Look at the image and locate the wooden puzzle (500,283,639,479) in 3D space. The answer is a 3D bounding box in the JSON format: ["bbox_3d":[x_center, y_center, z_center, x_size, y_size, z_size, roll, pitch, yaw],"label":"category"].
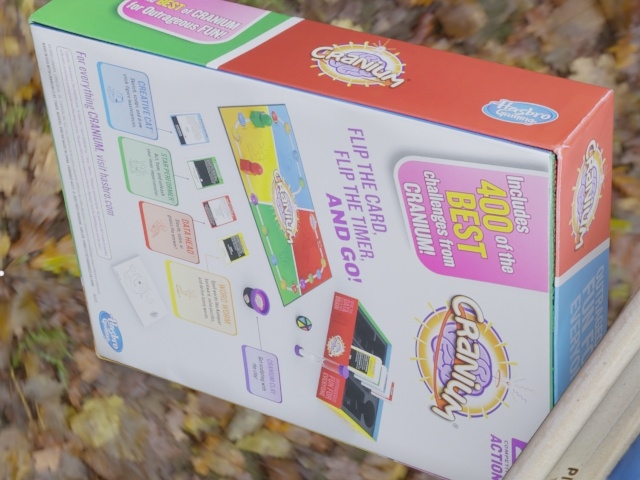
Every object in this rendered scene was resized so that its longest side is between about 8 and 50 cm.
[{"bbox_3d":[0.238,0.170,0.873,0.348,0.080,0.322,15,121,-27],"label":"wooden puzzle"}]

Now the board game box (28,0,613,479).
[{"bbox_3d":[0.000,0.000,0.912,0.064,0.316,0.242,-46,142,-42],"label":"board game box"}]
